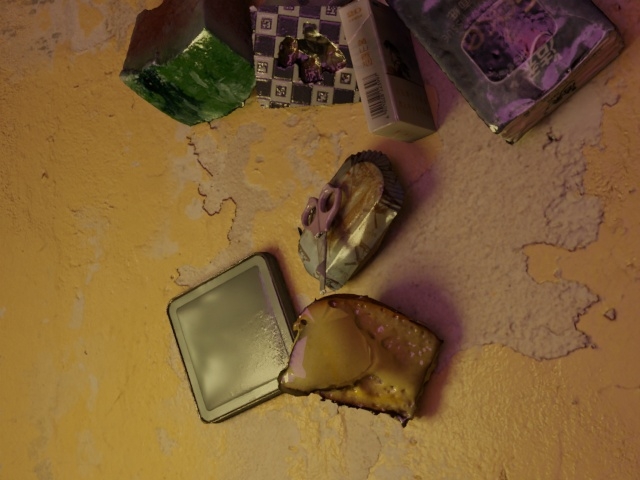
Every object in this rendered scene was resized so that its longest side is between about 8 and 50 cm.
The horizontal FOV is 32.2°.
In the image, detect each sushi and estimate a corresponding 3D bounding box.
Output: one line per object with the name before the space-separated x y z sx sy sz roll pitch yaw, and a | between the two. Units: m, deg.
sushi | -0.019 -0.343 2.050 0.210 0.040 0.192 0 105 12

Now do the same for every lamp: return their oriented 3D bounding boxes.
lamp | -0.160 0.188 2.128 0.269 0.047 0.266 -28 74 27

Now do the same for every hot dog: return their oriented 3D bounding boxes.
hot dog | 0.056 -0.035 1.992 0.270 0.082 0.162 -54 53 26

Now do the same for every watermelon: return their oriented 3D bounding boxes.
watermelon | -0.261 -0.386 2.149 0.264 0.151 0.301 -25 70 42

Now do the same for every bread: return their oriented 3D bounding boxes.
bread | 0.068 0.190 1.925 0.262 0.162 0.204 21 99 -12

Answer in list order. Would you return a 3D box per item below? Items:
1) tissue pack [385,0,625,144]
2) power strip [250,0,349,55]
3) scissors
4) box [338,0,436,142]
tissue pack | 0.296 -0.372 1.841 0.259 0.122 0.361 -42 65 19
power strip | -0.017 -0.458 2.080 0.270 0.046 0.118 -42 67 23
scissors | 0.000 0.000 1.938 0.110 0.021 0.212 -35 43 43
box | 0.117 -0.295 1.927 0.067 0.149 0.233 -19 77 27
